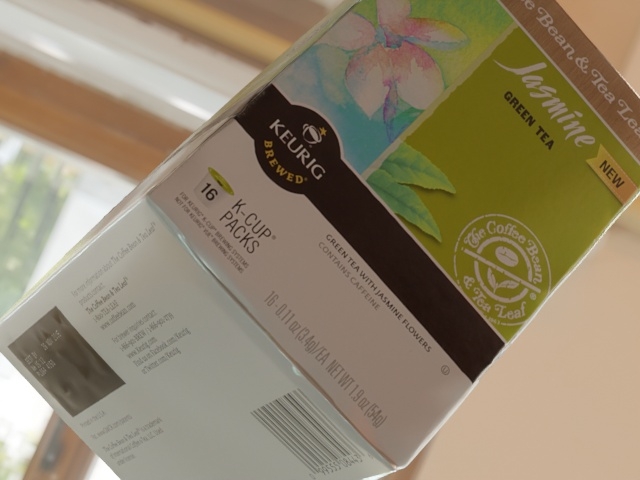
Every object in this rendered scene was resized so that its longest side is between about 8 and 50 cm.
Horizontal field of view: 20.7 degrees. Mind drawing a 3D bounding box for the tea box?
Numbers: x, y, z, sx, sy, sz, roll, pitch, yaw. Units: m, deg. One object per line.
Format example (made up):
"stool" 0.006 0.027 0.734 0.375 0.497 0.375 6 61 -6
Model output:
"tea box" 0.000 0.000 1.167 0.220 0.323 0.329 47 150 -6
